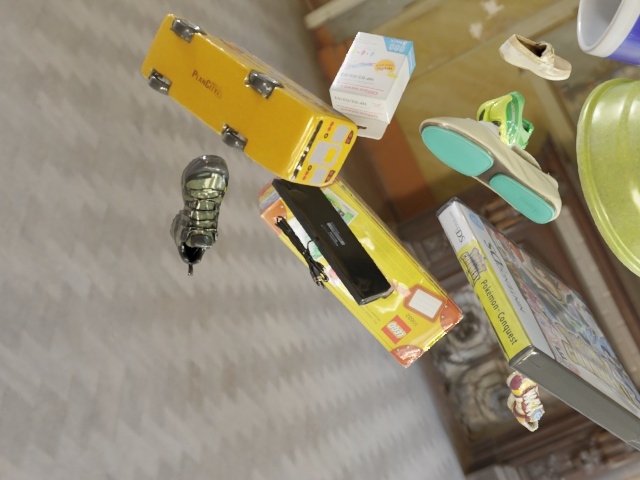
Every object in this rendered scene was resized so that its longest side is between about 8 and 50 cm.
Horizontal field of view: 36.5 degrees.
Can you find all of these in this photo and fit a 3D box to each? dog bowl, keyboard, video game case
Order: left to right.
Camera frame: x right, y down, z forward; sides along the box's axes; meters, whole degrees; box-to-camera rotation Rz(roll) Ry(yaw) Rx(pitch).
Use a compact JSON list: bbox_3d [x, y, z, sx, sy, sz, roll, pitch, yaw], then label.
[{"bbox_3d":[0.000,0.000,1.944,0.201,0.033,0.317,-13,61,-51],"label":"keyboard"},{"bbox_3d":[0.261,0.096,1.097,0.274,0.035,0.248,33,24,-34],"label":"video game case"},{"bbox_3d":[0.488,-0.402,1.471,0.265,0.104,0.265,-166,-90,-87],"label":"dog bowl"}]

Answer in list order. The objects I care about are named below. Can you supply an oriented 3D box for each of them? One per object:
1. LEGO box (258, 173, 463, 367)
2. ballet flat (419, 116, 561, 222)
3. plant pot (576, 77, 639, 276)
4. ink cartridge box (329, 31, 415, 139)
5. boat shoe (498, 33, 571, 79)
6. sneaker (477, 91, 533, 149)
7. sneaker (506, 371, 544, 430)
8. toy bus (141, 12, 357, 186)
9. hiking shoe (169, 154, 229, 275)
[{"bbox_3d":[0.086,0.024,2.379,0.500,0.193,0.372,46,5,-11],"label":"LEGO box"},{"bbox_3d":[0.247,-0.117,1.382,0.248,0.086,0.086,35,25,-18],"label":"ballet flat"},{"bbox_3d":[0.497,-0.106,1.171,0.276,0.254,0.276,11,71,-35],"label":"plant pot"},{"bbox_3d":[0.085,-0.268,1.670,0.062,0.104,0.181,75,34,-55],"label":"ink cartridge box"},{"bbox_3d":[0.454,-0.381,2.005,0.170,0.059,0.063,12,47,-21],"label":"boat shoe"},{"bbox_3d":[0.426,-0.211,2.173,0.109,0.123,0.296,48,-15,34],"label":"sneaker"},{"bbox_3d":[0.444,0.335,2.063,0.084,0.069,0.185,57,-9,35],"label":"sneaker"},{"bbox_3d":[-0.111,-0.206,1.393,0.332,0.108,0.130,38,20,32],"label":"toy bus"},{"bbox_3d":[-0.199,-0.044,1.670,0.086,0.227,0.114,-2,48,-23],"label":"hiking shoe"}]
